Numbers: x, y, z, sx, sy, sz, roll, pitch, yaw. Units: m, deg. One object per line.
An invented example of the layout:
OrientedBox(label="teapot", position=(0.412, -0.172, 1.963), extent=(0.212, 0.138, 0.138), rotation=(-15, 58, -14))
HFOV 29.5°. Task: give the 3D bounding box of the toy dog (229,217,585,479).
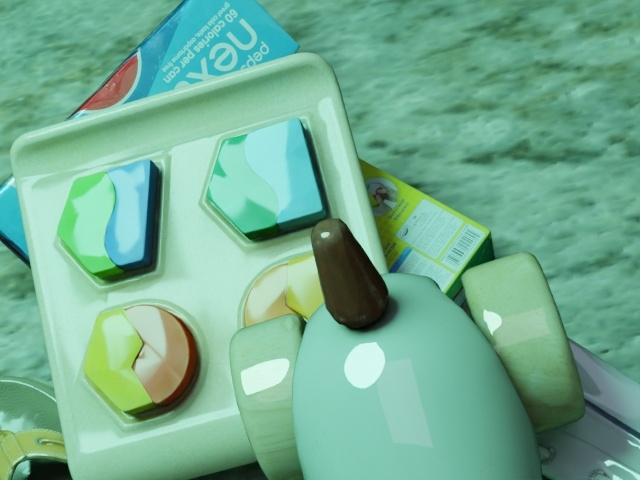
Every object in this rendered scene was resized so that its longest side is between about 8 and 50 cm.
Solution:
OrientedBox(label="toy dog", position=(0.049, 0.119, 0.476), extent=(0.220, 0.161, 0.334), rotation=(-35, 50, -3))

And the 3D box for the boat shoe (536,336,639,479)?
OrientedBox(label="boat shoe", position=(0.168, 0.132, 0.593), extent=(0.258, 0.095, 0.084), rotation=(35, 87, 33))

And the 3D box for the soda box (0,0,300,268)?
OrientedBox(label="soda box", position=(-0.113, -0.068, 0.753), extent=(0.071, 0.067, 0.210), rotation=(45, 76, -13))

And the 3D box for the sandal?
OrientedBox(label="sandal", position=(-0.152, 0.142, 0.678), extent=(0.072, 0.049, 0.180), rotation=(-34, 61, -5))

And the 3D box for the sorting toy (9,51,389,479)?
OrientedBox(label="sorting toy", position=(-0.063, 0.018, 0.657), extent=(0.193, 0.038, 0.208), rotation=(-16, 80, 5))

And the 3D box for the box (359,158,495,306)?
OrientedBox(label="box", position=(0.000, 0.000, 0.721), extent=(0.179, 0.043, 0.105), rotation=(32, 75, 23))
